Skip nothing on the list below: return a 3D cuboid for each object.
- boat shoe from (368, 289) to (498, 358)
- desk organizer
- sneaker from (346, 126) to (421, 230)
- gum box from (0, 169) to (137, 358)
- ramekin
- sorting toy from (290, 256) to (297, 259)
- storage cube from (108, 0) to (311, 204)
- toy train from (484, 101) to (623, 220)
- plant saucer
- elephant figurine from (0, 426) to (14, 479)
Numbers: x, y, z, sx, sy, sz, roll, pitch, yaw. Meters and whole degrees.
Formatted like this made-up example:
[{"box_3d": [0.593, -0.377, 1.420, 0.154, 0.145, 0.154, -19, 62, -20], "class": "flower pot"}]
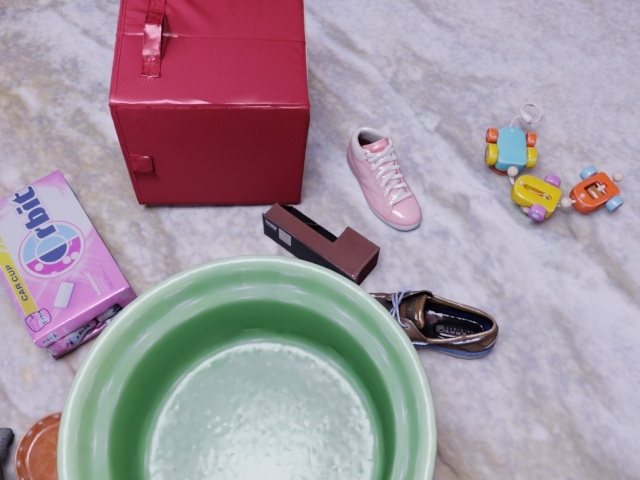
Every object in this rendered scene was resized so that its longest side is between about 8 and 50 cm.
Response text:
[{"box_3d": [0.094, 0.079, 0.688, 0.183, 0.066, 0.066, 4, 62, 3], "class": "boat shoe"}, {"box_3d": [0.000, 0.000, 0.743, 0.130, 0.047, 0.050, 35, 66, 17], "class": "desk organizer"}, {"box_3d": [0.074, -0.076, 0.769, 0.051, 0.070, 0.134, -26, 66, -15], "class": "sneaker"}, {"box_3d": [-0.286, 0.027, 0.720, 0.107, 0.062, 0.188, -32, 66, -15], "class": "gum box"}, {"box_3d": [-0.058, 0.179, 0.591, 0.304, 0.148, 0.303, 0, 62, 1], "class": "ramekin"}, {"box_3d": [-0.046, 0.060, 0.730, 0.062, 0.012, 0.083, -11, 59, -11], "class": "sorting toy"}, {"box_3d": [-0.115, -0.161, 0.739, 0.193, 0.215, 0.183, 0, 62, -7], "class": "storage cube"}, {"box_3d": [0.269, -0.081, 0.786, 0.125, 0.046, 0.166, -30, 69, -16], "class": "toy train"}, {"box_3d": [-0.258, 0.212, 0.651, 0.084, 0.013, 0.083, 0, 62, 0], "class": "plant saucer"}, {"box_3d": [-0.383, 0.283, 0.545, 0.169, 0.186, 0.239, 30, 92, 52], "class": "elephant figurine"}]
